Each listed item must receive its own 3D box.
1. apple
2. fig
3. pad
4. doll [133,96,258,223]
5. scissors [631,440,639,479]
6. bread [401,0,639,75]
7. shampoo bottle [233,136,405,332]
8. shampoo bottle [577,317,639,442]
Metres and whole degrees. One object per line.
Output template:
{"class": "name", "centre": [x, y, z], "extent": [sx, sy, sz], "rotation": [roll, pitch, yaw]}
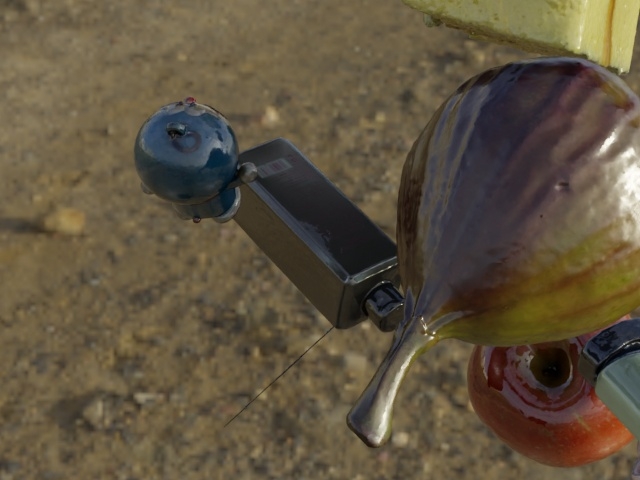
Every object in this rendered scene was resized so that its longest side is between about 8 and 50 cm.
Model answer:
{"class": "apple", "centre": [0.340, 0.197, 1.919], "extent": [0.260, 0.260, 0.216], "rotation": [17, -12, 24]}
{"class": "fig", "centre": [0.124, 0.022, 0.967], "extent": [0.217, 0.217, 0.321], "rotation": [20, 55, 29]}
{"class": "pad", "centre": [0.002, 0.086, 1.704], "extent": [0.063, 0.375, 0.315], "rotation": [47, -3, 2]}
{"class": "doll", "centre": [-0.109, -0.064, 1.144], "extent": [0.114, 0.152, 0.085], "rotation": [3, 68, 10]}
{"class": "scissors", "centre": [0.486, 0.182, 1.656], "extent": [0.160, 0.024, 0.317], "rotation": [13, 53, 33]}
{"class": "bread", "centre": [0.245, -0.318, 1.631], "extent": [0.236, 0.198, 0.263], "rotation": [11, 5, 26]}
{"class": "shampoo bottle", "centre": [0.000, 0.000, 1.357], "extent": [0.080, 0.079, 0.246], "rotation": [-24, 53, -29]}
{"class": "shampoo bottle", "centre": [0.417, 0.211, 1.388], "extent": [0.134, 0.078, 0.359], "rotation": [-19, 42, -19]}
